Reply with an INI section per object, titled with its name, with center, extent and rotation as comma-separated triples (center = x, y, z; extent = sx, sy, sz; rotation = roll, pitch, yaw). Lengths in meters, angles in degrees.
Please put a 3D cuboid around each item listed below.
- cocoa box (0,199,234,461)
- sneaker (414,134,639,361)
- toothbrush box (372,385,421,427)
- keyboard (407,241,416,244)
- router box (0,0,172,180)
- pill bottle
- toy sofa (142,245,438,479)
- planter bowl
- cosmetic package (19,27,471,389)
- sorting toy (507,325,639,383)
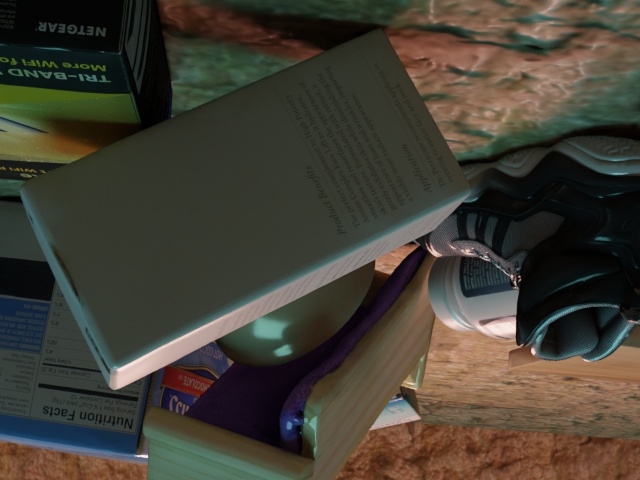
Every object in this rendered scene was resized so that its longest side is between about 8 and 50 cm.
[cocoa box]
center = -0.208, 0.117, 1.242
extent = 0.231, 0.228, 0.347
rotation = 5, 167, 16
[sneaker]
center = 0.155, 0.018, 0.905
extent = 0.101, 0.153, 0.268
rotation = 13, 164, -31
[toothbrush box]
center = 0.021, 0.213, 1.722
extent = 0.216, 0.126, 0.295
rotation = -14, 163, 7
[keyboard]
center = 0.000, 0.000, 1.191
extent = 0.256, 0.014, 0.072
rotation = -4, 169, 33
[router box]
center = -0.247, -0.108, 0.664
extent = 0.308, 0.081, 0.243
rotation = 5, 167, -1
[pill bottle]
center = 0.183, 0.033, 1.059
extent = 0.108, 0.108, 0.180
rotation = 13, 164, -32
[toy sofa]
center = -0.012, 0.120, 1.093
extent = 0.150, 0.177, 0.362
rotation = 16, -152, 18
[planter bowl]
center = -0.050, 0.009, 0.981
extent = 0.162, 0.162, 0.109
rotation = -6, 136, 37
[cosmetic package]
center = -0.042, -0.019, 0.677
extent = 0.231, 0.117, 0.085
rotation = -25, 170, -15
[sorting toy]
center = 0.381, 0.104, 1.331
extent = 0.257, 0.090, 0.255
rotation = 7, 166, -13
